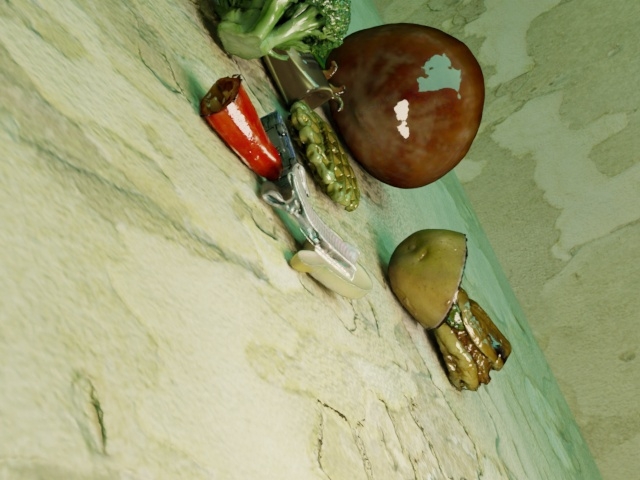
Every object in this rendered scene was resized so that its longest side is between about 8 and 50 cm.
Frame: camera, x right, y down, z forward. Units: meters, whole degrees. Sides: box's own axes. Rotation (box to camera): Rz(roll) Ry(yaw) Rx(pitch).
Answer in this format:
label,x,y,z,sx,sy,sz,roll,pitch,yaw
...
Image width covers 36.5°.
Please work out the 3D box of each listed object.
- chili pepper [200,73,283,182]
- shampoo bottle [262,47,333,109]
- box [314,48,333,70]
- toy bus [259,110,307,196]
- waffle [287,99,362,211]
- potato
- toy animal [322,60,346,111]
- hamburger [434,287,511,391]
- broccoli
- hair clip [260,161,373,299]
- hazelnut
label,x,y,z,sx,sy,sz,roll,pitch,yaw
chili pepper,-0.097,-0.139,1.332,0.169,0.064,0.088,56,31,-37
shampoo bottle,-0.094,-0.400,1.772,0.350,0.084,0.125,63,17,12
box,-0.006,-0.480,2.250,0.220,0.064,0.141,48,20,-46
toy bus,-0.057,-0.121,1.438,0.061,0.051,0.153,49,18,-57
waffle,0.009,-0.146,1.692,0.214,0.054,0.208,63,15,7
potato,0.180,0.059,1.757,0.117,0.182,0.202,24,49,-9
toy animal,-0.030,-0.351,1.884,0.057,0.099,0.241,-122,-173,-87
hamburger,0.283,0.174,1.851,0.183,0.129,0.206,-49,116,-83
broccoli,-0.078,-0.391,1.567,0.261,0.269,0.242,76,32,-56
hair clip,-0.002,0.002,1.356,0.218,0.071,0.159,51,23,-19
hazelnut,0.173,-0.289,2.038,0.366,0.365,0.366,54,16,-24
